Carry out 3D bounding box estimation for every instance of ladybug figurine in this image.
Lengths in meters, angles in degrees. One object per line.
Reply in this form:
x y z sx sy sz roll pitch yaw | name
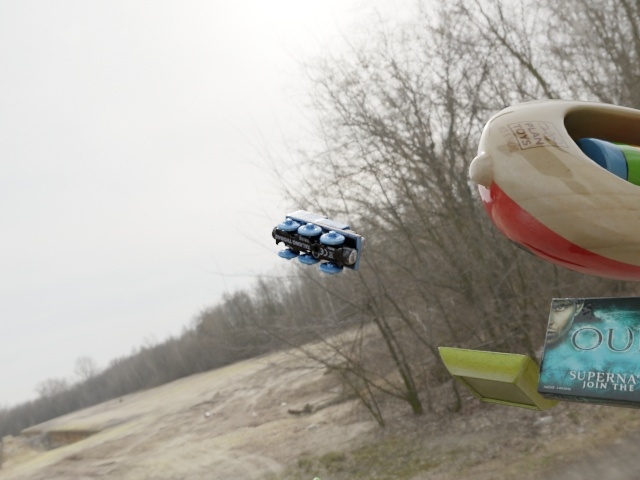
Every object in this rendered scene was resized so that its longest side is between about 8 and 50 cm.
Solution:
0.403 -0.061 0.724 0.448 0.305 0.162 7 -45 -11 | ladybug figurine

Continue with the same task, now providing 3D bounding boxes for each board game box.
0.340 0.119 0.569 0.186 0.126 0.026 -9 -41 45 | board game box

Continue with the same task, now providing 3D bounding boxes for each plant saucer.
0.346 0.275 1.015 0.188 0.045 0.188 -5 -37 46 | plant saucer

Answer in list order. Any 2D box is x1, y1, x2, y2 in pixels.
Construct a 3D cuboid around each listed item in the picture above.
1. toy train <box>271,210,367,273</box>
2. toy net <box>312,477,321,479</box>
0.000 0.000 0.939 0.184 0.080 0.105 16 26 34 | toy train
-0.003 0.340 0.456 0.232 0.122 0.045 -63 3 -35 | toy net
